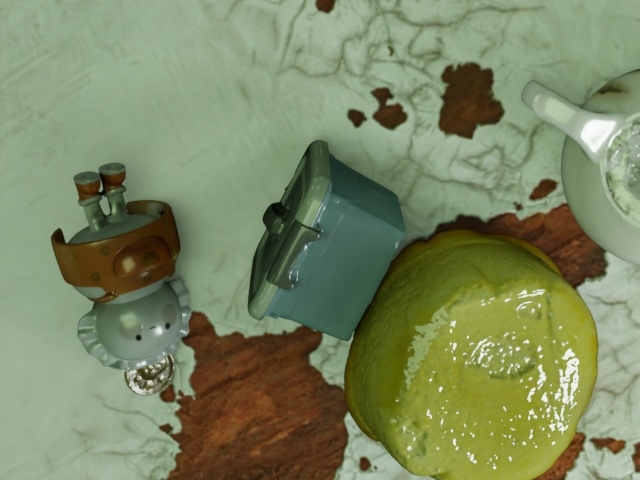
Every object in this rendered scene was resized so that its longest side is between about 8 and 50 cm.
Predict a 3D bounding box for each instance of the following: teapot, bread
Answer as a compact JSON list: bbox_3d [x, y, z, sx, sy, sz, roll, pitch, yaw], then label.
[{"bbox_3d":[0.333,-0.076,1.435,0.298,0.139,0.204,26,106,8],"label":"teapot"},{"bbox_3d":[0.159,0.127,1.476,0.270,0.148,0.269,-6,111,-17],"label":"bread"}]

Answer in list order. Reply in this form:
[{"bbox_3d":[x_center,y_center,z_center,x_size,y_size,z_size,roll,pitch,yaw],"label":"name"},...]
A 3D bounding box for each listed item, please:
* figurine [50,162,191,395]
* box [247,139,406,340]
[{"bbox_3d":[-0.219,0.046,1.601,0.143,0.143,0.271,5,124,13],"label":"figurine"},{"bbox_3d":[0.000,0.000,1.489,0.130,0.227,0.162,25,104,-8],"label":"box"}]
